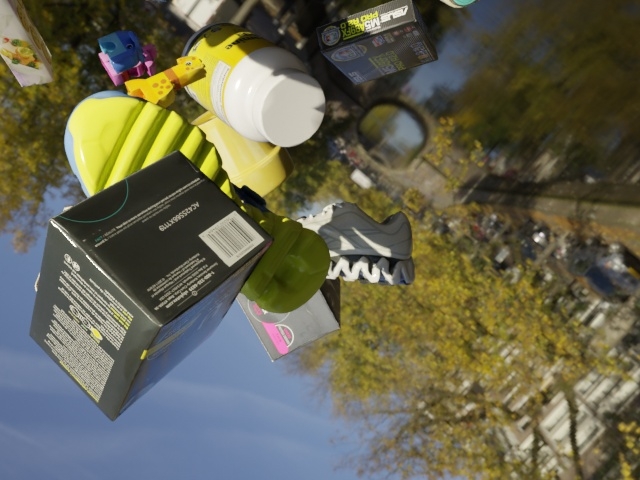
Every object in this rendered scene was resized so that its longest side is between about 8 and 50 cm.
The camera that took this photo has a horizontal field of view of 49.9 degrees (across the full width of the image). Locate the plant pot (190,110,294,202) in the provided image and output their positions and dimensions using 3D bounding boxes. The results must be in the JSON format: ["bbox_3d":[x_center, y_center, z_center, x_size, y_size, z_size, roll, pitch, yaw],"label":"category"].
[{"bbox_3d":[-0.236,-0.249,1.902,0.239,0.254,0.254,61,178,-22],"label":"plant pot"}]

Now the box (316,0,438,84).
[{"bbox_3d":[0.138,-0.447,1.571,0.270,0.216,0.060,11,-114,-70],"label":"box"}]

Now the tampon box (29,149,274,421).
[{"bbox_3d":[-0.132,0.037,0.520,0.101,0.161,0.120,43,-132,7],"label":"tampon box"}]

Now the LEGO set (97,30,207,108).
[{"bbox_3d":[-0.192,-0.194,0.844,0.227,0.093,0.087,54,164,25],"label":"LEGO set"}]

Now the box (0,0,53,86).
[{"bbox_3d":[-0.535,-0.379,1.161,0.324,0.063,0.067,93,163,-68],"label":"box"}]

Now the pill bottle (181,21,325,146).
[{"bbox_3d":[-0.136,-0.311,1.380,0.188,0.188,0.334,33,-175,-44],"label":"pill bottle"}]

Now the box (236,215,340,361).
[{"bbox_3d":[-0.058,0.080,1.292,0.165,0.143,0.270,61,-172,-12],"label":"box"}]

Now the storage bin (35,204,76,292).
[{"bbox_3d":[-0.361,0.033,1.291,0.260,0.262,0.123,-97,-5,-53],"label":"storage bin"}]

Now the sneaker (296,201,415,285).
[{"bbox_3d":[0.000,0.000,1.008,0.292,0.118,0.110,5,178,-15],"label":"sneaker"}]

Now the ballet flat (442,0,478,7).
[{"bbox_3d":[0.241,-0.376,0.836,0.086,0.248,0.086,59,-173,-11],"label":"ballet flat"}]

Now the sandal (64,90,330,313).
[{"bbox_3d":[-0.131,-0.034,0.704,0.138,0.126,0.317,33,171,48],"label":"sandal"}]
